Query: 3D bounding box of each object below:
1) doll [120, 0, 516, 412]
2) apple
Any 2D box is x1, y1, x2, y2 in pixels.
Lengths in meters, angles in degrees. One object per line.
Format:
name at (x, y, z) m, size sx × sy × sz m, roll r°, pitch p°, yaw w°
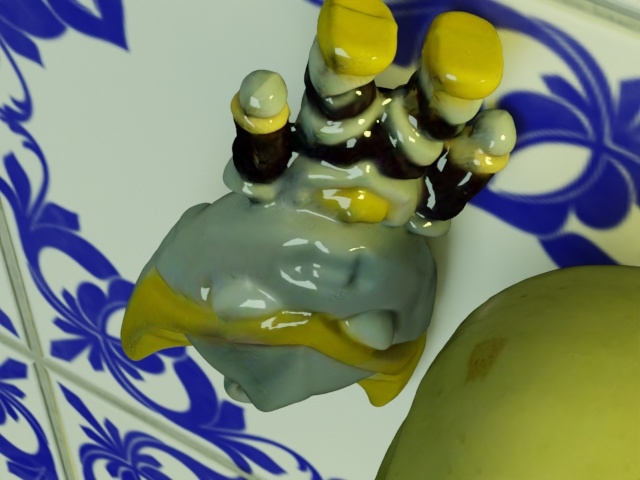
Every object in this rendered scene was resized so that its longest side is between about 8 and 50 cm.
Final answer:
doll at (0.005, 0.001, 0.894) m, size 0.103 × 0.145 × 0.316 m, roll 66°, pitch 152°, yaw 29°
apple at (0.128, 0.141, 0.781) m, size 0.262 × 0.262 × 0.262 m, roll 28°, pitch 145°, yaw 22°
